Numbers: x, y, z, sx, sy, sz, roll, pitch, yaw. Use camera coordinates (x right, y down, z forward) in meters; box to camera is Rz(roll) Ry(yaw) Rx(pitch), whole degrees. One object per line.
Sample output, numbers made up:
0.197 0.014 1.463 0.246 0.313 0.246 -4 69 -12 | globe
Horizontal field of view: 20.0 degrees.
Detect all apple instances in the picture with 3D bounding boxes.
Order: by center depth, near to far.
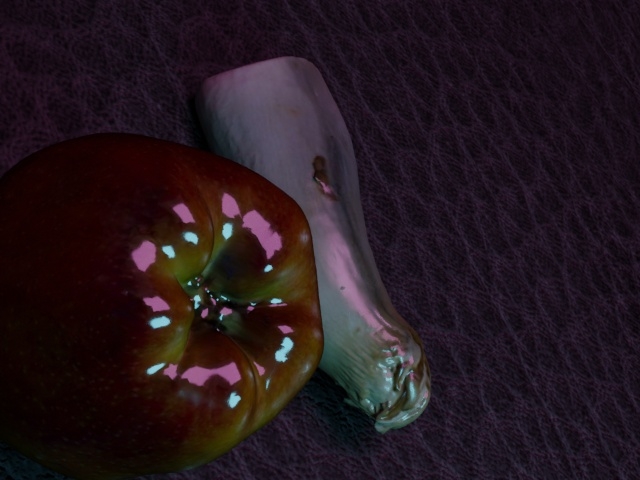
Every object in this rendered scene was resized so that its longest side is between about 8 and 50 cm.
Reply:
-0.150 0.050 1.432 0.288 0.317 0.288 3 85 -35 | apple

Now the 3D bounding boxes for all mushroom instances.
0.000 0.001 1.767 0.177 0.126 0.397 20 45 -47 | mushroom
